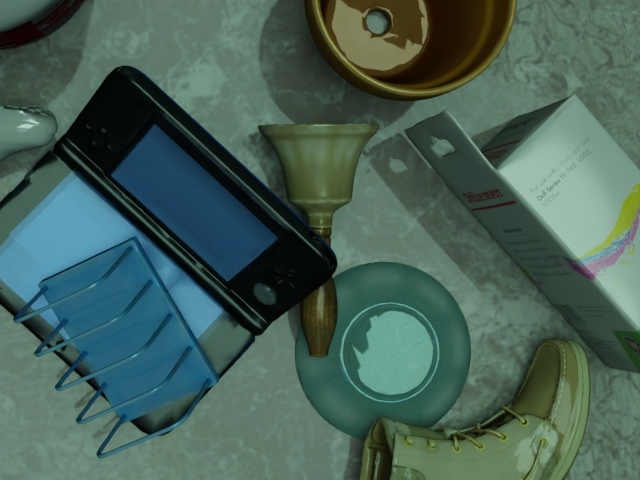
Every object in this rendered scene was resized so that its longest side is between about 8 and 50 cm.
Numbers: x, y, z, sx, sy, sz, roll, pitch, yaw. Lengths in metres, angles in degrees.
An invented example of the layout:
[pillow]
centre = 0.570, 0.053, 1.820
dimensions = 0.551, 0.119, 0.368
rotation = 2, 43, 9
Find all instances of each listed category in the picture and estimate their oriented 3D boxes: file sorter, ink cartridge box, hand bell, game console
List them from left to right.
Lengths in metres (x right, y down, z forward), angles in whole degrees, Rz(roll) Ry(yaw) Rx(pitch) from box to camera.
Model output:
[file sorter]
centre = -0.201, 0.107, 1.407
dimensions = 0.118, 0.104, 0.170
rotation = -24, 104, 20
[game console]
centre = -0.176, 0.018, 1.437
dimensions = 0.293, 0.250, 0.173
rotation = 42, 55, -6
[hand bell]
centre = 0.000, 0.000, 1.496
dimensions = 0.126, 0.126, 0.242
rotation = -1, 93, -10
[ink cartridge box]
centre = 0.259, -0.028, 1.490
dimensions = 0.119, 0.207, 0.353
rotation = -43, 96, -8

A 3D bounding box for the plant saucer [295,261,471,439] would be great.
[plant saucer]
centre = 0.071, 0.119, 1.538
dimensions = 0.195, 0.037, 0.194
rotation = 1, 87, -10

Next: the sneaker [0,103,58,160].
[sneaker]
centre = -0.367, -0.091, 1.426
dimensions = 0.235, 0.090, 0.094
rotation = -1, 90, 18

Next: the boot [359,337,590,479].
[boot]
centre = 0.158, 0.205, 1.510
dimensions = 0.203, 0.095, 0.262
rotation = 20, 91, -18

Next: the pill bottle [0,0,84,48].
[pill bottle]
centre = -0.312, -0.291, 1.290
dimensions = 0.229, 0.408, 0.229
rotation = -1, 95, -7

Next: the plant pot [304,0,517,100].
[plant pot]
centre = 0.075, -0.236, 1.477
dimensions = 0.205, 0.188, 0.205
rotation = 0, 87, -11
